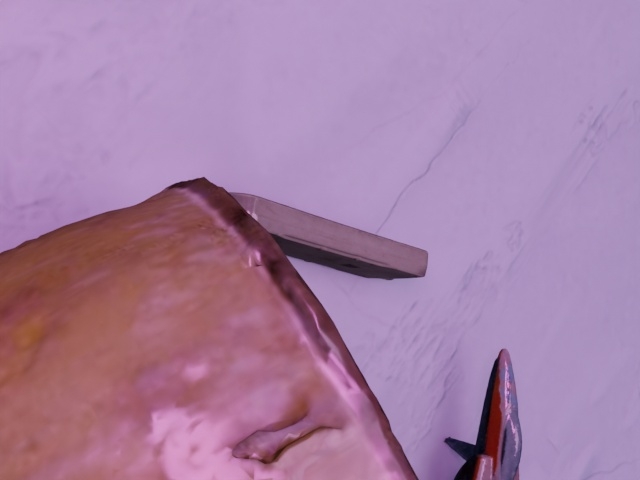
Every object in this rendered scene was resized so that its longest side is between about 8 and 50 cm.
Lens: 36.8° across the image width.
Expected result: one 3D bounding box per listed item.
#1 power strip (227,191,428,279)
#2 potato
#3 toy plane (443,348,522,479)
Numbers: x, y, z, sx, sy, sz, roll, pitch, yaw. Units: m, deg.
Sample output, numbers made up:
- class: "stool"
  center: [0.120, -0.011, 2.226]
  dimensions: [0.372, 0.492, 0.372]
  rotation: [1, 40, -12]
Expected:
- class: "power strip"
  center: [0.000, 0.000, 0.777]
  dimensions: [0.227, 0.080, 0.029]
  rotation: [17, 78, -36]
- class: "potato"
  center: [-0.113, 0.224, 0.537]
  dimensions: [0.319, 0.385, 0.442]
  rotation: [-29, 98, -15]
- class: "toy plane"
  center: [0.143, 0.261, 0.884]
  dimensions: [0.223, 0.104, 0.326]
  rotation: [4, 87, -36]
